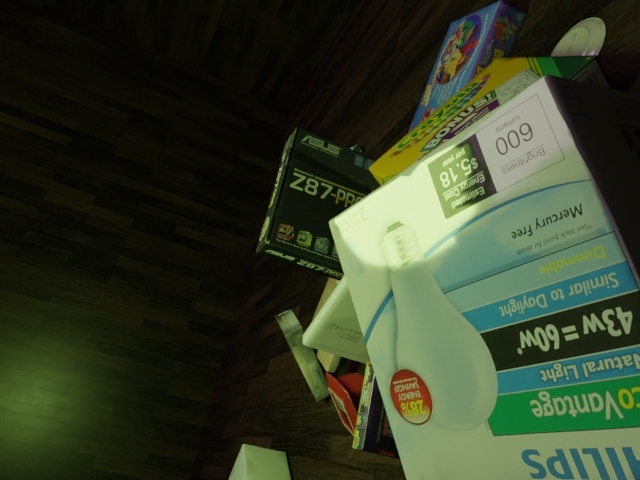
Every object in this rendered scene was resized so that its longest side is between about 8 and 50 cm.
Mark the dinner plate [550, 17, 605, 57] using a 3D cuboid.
[{"bbox_3d":[0.483,-0.362,0.989,0.141,0.017,0.141,-55,22,36],"label":"dinner plate"}]

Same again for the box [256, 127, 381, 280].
[{"bbox_3d":[0.071,-0.060,1.267,0.097,0.395,0.318,139,148,-60],"label":"box"}]

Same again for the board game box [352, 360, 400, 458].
[{"bbox_3d":[0.148,0.338,1.015,0.048,0.141,0.170,144,142,-61],"label":"board game box"}]

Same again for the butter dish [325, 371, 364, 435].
[{"bbox_3d":[0.100,0.371,1.188,0.160,0.118,0.160,67,166,-9],"label":"butter dish"}]

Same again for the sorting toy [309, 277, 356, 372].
[{"bbox_3d":[0.070,0.218,1.470,0.255,0.089,0.257,-68,17,5],"label":"sorting toy"}]

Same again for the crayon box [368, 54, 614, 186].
[{"bbox_3d":[0.295,-0.192,0.974,0.363,0.106,0.313,-40,22,4],"label":"crayon box"}]

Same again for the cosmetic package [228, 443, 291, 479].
[{"bbox_3d":[-0.173,0.795,1.459,0.385,0.156,0.217,-133,63,-70],"label":"cosmetic package"}]

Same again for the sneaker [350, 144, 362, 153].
[{"bbox_3d":[0.112,-0.330,1.997,0.162,0.063,0.073,-41,30,56],"label":"sneaker"}]

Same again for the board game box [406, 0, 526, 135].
[{"bbox_3d":[0.355,-0.400,1.310,0.347,0.078,0.233,-68,17,5],"label":"board game box"}]

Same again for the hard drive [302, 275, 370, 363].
[{"bbox_3d":[0.114,0.166,1.202,0.307,0.203,0.040,-58,21,33],"label":"hard drive"}]

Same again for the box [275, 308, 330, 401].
[{"bbox_3d":[-0.052,0.336,1.528,0.056,0.231,0.183,-26,16,-8],"label":"box"}]

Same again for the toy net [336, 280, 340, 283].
[{"bbox_3d":[0.111,0.037,1.442,0.232,0.045,0.122,-39,11,-27],"label":"toy net"}]

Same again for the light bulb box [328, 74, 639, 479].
[{"bbox_3d":[0.236,0.072,0.600,0.358,0.225,0.361,-34,68,50],"label":"light bulb box"}]
